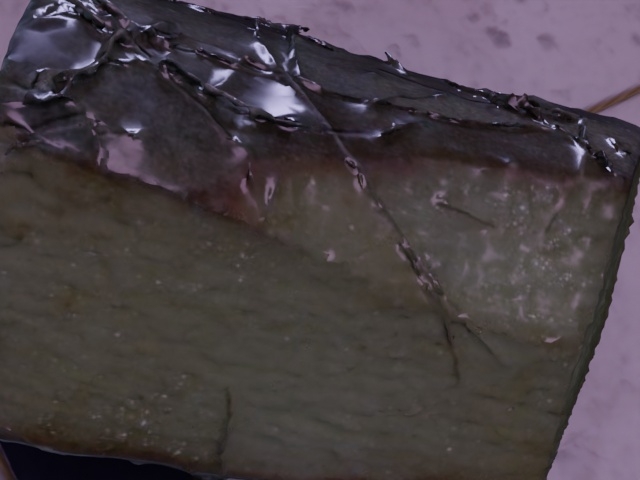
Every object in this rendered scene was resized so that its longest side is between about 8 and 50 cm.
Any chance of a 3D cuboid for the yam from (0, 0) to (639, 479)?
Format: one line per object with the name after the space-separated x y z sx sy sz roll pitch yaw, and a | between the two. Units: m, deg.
0.000 0.000 0.690 0.271 0.202 0.201 14 32 -5 | yam
